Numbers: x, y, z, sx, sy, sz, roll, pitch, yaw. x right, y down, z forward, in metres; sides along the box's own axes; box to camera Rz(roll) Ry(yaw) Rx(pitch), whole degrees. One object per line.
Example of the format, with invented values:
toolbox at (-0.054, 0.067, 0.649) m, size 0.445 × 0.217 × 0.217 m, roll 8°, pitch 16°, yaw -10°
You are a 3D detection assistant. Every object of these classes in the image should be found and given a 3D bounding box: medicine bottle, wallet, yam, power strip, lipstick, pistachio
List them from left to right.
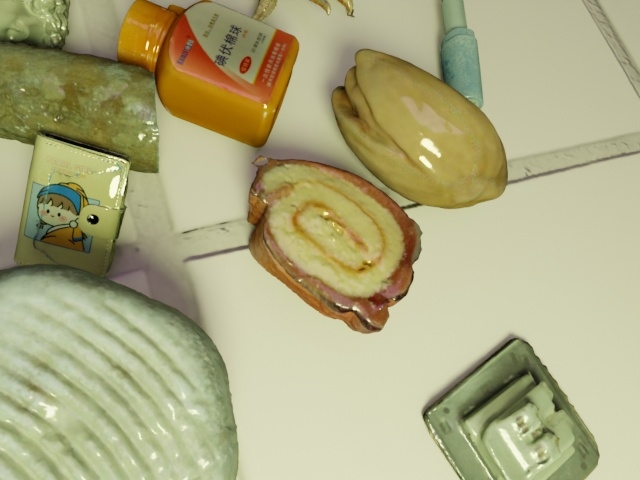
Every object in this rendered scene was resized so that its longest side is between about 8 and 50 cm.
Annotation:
yam at (-0.348, -0.173, 0.590) m, size 0.330 × 0.133 × 0.133 m, roll 10°, pitch 68°, yaw -5°
wallet at (-0.287, -0.034, 0.554) m, size 0.110 × 0.039 × 0.155 m, roll 16°, pitch 104°, yaw -10°
medicine bottle at (-0.156, -0.244, 0.672) m, size 0.222 × 0.112 × 0.149 m, roll 20°, pitch 65°, yaw -8°
pistachio at (0.148, -0.151, 0.697) m, size 0.293 × 0.162 × 0.181 m, roll 33°, pitch 39°, yaw -2°
lipstick at (0.243, -0.354, 0.847) m, size 0.061 × 0.068 × 0.274 m, roll 3°, pitch 71°, yaw -11°
power strip at (0.269, 0.257, 0.629) m, size 0.213 × 0.064 × 0.198 m, roll -30°, pitch 78°, yaw -22°

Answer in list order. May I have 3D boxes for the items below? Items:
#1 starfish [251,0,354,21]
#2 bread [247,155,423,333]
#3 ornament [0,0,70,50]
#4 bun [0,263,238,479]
starfish at (-0.053, -0.482, 0.808) m, size 0.301 × 0.084 × 0.294 m, roll -26°, pitch 83°, yaw -19°
bread at (0.006, -0.010, 0.624) m, size 0.244 × 0.123 × 0.190 m, roll 37°, pitch 63°, yaw 0°
ornament at (-0.450, -0.312, 0.563) m, size 0.120 × 0.130 × 0.285 m, roll 28°, pitch 22°, yaw 37°
bun at (-0.248, 0.203, 0.435) m, size 0.354 × 0.194 × 0.355 m, roll 7°, pitch 67°, yaw -16°
